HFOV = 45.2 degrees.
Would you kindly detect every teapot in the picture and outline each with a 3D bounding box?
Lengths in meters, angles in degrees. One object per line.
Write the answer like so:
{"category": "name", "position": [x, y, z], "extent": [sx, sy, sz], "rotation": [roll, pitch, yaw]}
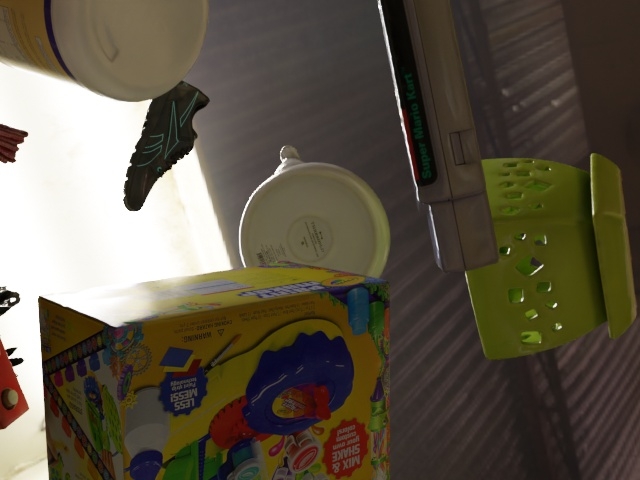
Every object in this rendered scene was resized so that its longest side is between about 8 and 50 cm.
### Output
{"category": "teapot", "position": [0.000, 0.000, 1.240], "extent": [0.187, 0.253, 0.256], "rotation": [-3, -66, -82]}

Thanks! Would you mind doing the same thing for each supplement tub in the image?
{"category": "supplement tub", "position": [-0.346, -0.337, 1.060], "extent": [0.241, 0.331, 0.241], "rotation": [-33, -46, -43]}

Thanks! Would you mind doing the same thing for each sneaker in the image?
{"category": "sneaker", "position": [-0.289, -0.173, 1.417], "extent": [0.106, 0.101, 0.267], "rotation": [20, -94, -14]}

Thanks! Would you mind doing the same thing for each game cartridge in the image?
{"category": "game cartridge", "position": [0.091, -0.150, 0.689], "extent": [0.230, 0.068, 0.355], "rotation": [-3, -98, -79]}

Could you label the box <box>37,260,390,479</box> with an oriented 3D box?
{"category": "box", "position": [-0.094, 0.180, 0.746], "extent": [0.290, 0.177, 0.279], "rotation": [-8, -80, -39]}

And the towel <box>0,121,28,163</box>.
{"category": "towel", "position": [-0.475, -0.146, 0.750], "extent": [0.237, 0.329, 0.037], "rotation": [20, -94, -52]}

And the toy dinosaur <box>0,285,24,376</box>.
{"category": "toy dinosaur", "position": [-0.642, 0.166, 1.332], "extent": [0.322, 0.218, 0.164], "rotation": [-59, -36, -43]}

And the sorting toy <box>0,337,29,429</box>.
{"category": "sorting toy", "position": [-0.371, 0.091, 0.662], "extent": [0.257, 0.089, 0.255], "rotation": [-48, -58, -72]}

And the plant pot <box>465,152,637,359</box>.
{"category": "plant pot", "position": [0.327, 0.012, 1.084], "extent": [0.228, 0.207, 0.227], "rotation": [-61, -42, -56]}
